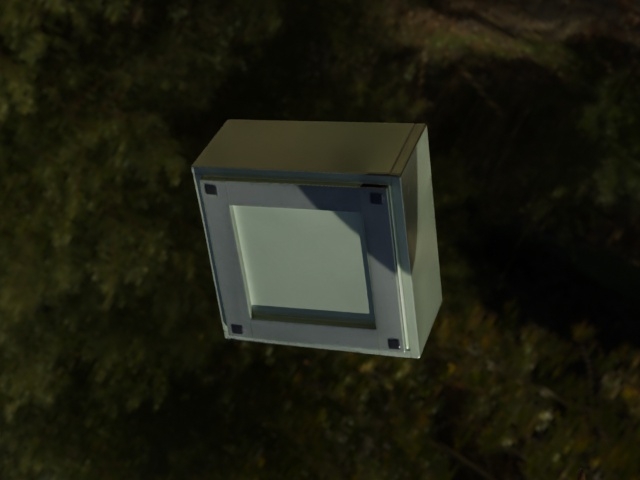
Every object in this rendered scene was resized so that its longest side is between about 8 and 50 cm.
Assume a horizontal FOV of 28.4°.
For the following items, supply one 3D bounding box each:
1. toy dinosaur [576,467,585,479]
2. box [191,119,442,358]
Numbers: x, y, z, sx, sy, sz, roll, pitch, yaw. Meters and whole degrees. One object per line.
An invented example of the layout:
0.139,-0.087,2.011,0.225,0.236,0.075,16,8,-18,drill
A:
0.402,0.333,1.373,0.206,0.113,0.327,38,157,-1,toy dinosaur
0.000,0.000,1.347,0.225,0.225,0.117,3,-147,18,box
